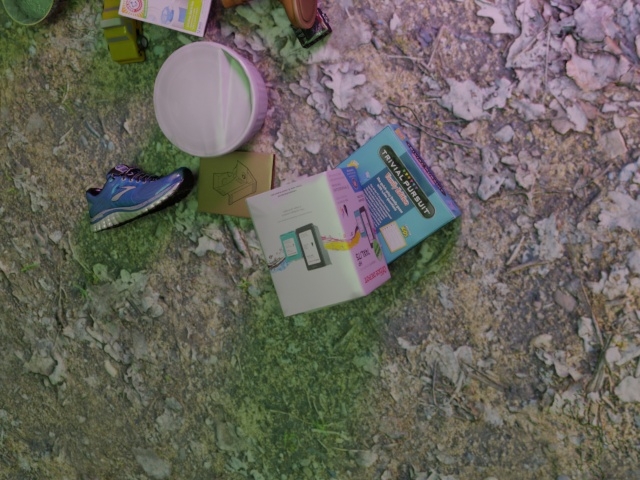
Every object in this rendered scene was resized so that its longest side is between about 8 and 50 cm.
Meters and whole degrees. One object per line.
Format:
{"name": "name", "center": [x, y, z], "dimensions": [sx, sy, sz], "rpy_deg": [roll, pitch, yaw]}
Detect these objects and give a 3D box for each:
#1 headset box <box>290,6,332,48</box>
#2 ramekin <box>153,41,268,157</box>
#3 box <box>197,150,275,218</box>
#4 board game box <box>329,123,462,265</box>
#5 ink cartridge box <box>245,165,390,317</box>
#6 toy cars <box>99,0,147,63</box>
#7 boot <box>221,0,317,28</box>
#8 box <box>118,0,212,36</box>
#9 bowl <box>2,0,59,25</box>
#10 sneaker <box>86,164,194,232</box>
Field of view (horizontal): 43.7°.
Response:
{"name": "headset box", "center": [-0.018, -0.490, 1.832], "dimensions": [0.083, 0.032, 0.062], "rpy_deg": [-30, 87, 22]}
{"name": "ramekin", "center": [-0.249, -0.332, 1.898], "dimensions": [0.273, 0.127, 0.272], "rpy_deg": [4, 99, 22]}
{"name": "box", "center": [-0.209, -0.141, 1.971], "dimensions": [0.201, 0.021, 0.164], "rpy_deg": [8, 101, 21]}
{"name": "board game box", "center": [0.110, -0.064, 1.826], "dimensions": [0.336, 0.079, 0.253], "rpy_deg": [-37, 84, 22]}
{"name": "ink cartridge box", "center": [0.000, 0.000, 1.729], "dimensions": [0.197, 0.198, 0.269], "rpy_deg": [-17, 93, 22]}
{"name": "toy cars", "center": [-0.442, -0.616, 1.948], "dimensions": [0.176, 0.087, 0.393], "rpy_deg": [39, 110, 11]}
{"name": "boot", "center": [-0.137, -0.577, 1.815], "dimensions": [0.220, 0.109, 0.283], "rpy_deg": [-19, 85, 25]}
{"name": "box", "center": [-0.358, -0.562, 1.870], "dimensions": [0.203, 0.103, 0.114], "rpy_deg": [14, 110, -9]}
{"name": "bowl", "center": [-0.731, -0.640, 2.062], "dimensions": [0.170, 0.080, 0.170], "rpy_deg": [4, 101, 21]}
{"name": "sneaker", "center": [-0.471, -0.130, 2.018], "dimensions": [0.330, 0.130, 0.147], "rpy_deg": [-18, 94, 23]}
